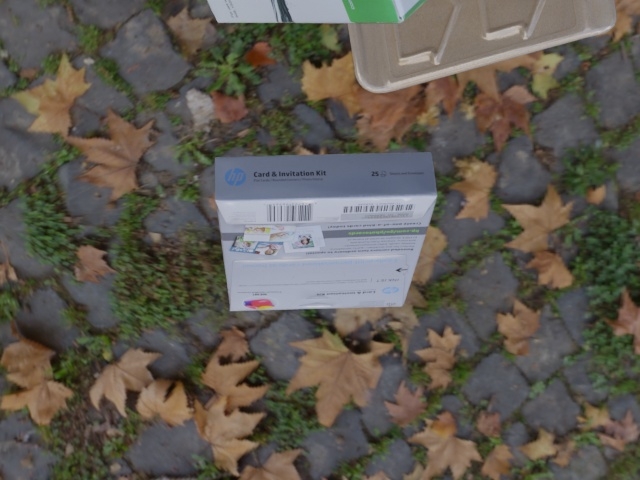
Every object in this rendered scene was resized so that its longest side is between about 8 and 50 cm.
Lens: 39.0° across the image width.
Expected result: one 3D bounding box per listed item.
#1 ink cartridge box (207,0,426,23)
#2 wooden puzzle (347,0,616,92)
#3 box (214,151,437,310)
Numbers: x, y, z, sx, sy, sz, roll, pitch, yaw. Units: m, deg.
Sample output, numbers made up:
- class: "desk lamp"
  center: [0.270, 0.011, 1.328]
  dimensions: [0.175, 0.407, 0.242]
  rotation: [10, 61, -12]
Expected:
- class: "ink cartridge box"
  center: [0.012, -0.248, 0.732]
  dimensions: [0.153, 0.208, 0.086]
  rotation: [-48, 131, -30]
- class: "wooden puzzle"
  center: [0.200, -0.388, 1.228]
  dimensions: [0.348, 0.080, 0.322]
  rotation: [-11, 84, 23]
- class: "box"
  center: [0.000, 0.000, 0.665]
  dimensions: [0.145, 0.186, 0.038]
  rotation: [-2, 62, -3]
